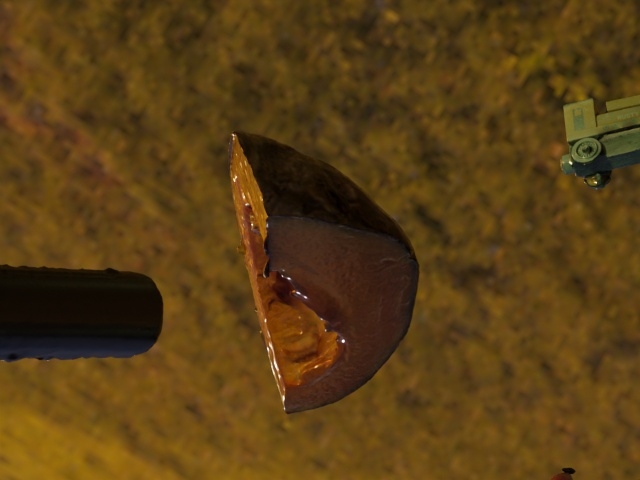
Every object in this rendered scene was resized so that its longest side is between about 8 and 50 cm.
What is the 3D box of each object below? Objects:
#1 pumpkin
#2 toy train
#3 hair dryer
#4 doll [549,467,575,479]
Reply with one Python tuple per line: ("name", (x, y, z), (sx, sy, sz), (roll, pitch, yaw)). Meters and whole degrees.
("pumpkin", (0.000, 0.000, 1.770), (0.312, 0.148, 0.169), (90, 167, -49))
("toy train", (0.273, -0.094, 1.736), (0.122, 0.081, 0.050), (-14, 144, 17))
("hair dryer", (-0.197, 0.088, 1.074), (0.116, 0.244, 0.302), (11, -176, 38))
("doll", (0.175, 0.267, 1.378), (0.180, 0.110, 0.107), (-116, 8, -47))
